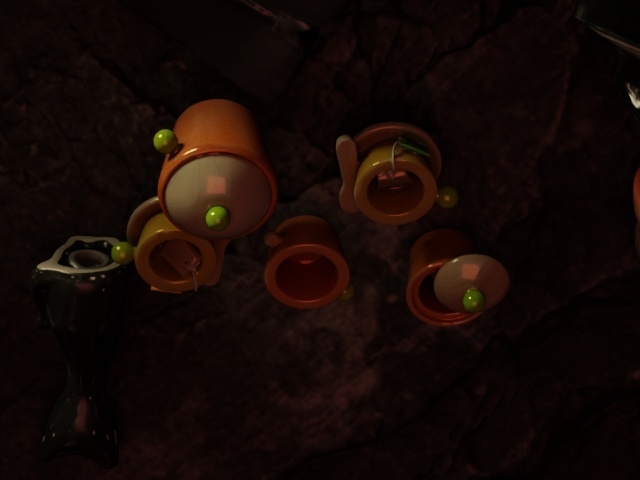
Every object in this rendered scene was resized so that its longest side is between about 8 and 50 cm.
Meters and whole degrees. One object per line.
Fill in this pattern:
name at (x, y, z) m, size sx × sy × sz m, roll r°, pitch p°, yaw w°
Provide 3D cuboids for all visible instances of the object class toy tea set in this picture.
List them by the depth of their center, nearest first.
toy tea set at (0.000, 0.000, 1.532) m, size 0.336 × 0.124 × 0.200 m, roll 6°, pitch 128°, yaw -8°

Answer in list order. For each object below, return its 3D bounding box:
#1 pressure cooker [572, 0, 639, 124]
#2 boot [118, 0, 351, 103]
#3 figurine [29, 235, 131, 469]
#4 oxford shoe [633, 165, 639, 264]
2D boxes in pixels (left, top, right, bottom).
pressure cooker at (0.391, -0.216, 1.348) m, size 0.375 × 0.370 × 0.420 m, roll 23°, pitch 102°, yaw 6°
boot at (-0.137, -0.334, 1.392) m, size 0.445 × 0.146 × 0.367 m, roll 35°, pitch 146°, yaw -6°
figurine at (-0.277, 0.103, 1.634) m, size 0.215 × 0.092 × 0.209 m, roll 4°, pitch 112°, yaw 1°
oxford shoe at (0.438, -0.043, 1.570) m, size 0.364 × 0.130 × 0.132 m, roll -11°, pitch 140°, yaw -2°
